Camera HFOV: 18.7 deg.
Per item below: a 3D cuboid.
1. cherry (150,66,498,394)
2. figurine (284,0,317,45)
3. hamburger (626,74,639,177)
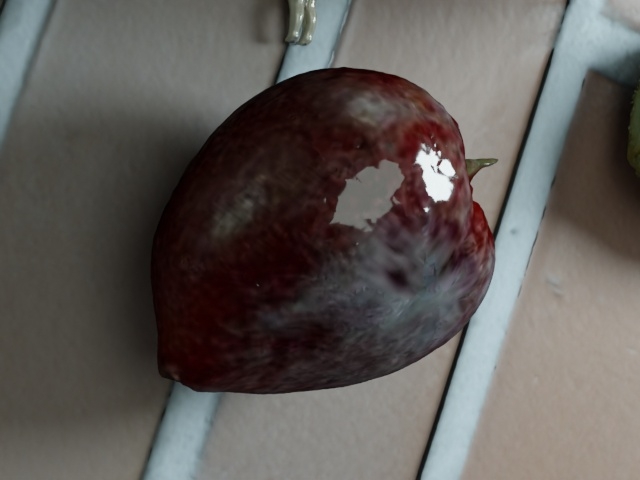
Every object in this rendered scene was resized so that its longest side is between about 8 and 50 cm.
[{"bbox_3d":[0.000,0.000,1.400,0.300,0.203,0.230,-35,142,-11],"label":"cherry"},{"bbox_3d":[-0.005,-0.203,1.490,0.064,0.047,0.109,5,96,-55],"label":"figurine"},{"bbox_3d":[0.364,-0.085,1.628,0.215,0.122,0.189,14,91,-29],"label":"hamburger"}]
